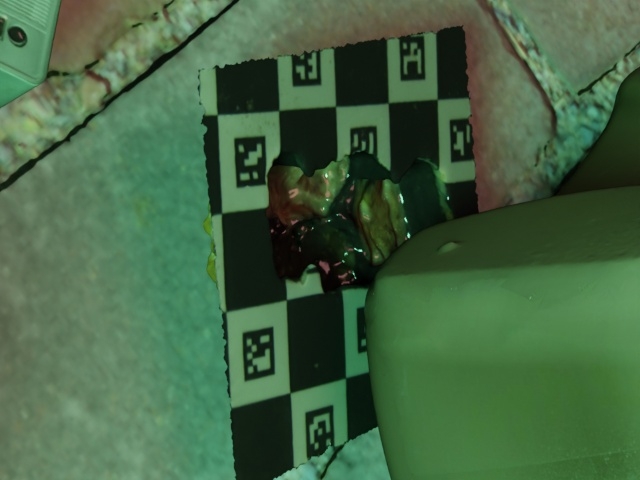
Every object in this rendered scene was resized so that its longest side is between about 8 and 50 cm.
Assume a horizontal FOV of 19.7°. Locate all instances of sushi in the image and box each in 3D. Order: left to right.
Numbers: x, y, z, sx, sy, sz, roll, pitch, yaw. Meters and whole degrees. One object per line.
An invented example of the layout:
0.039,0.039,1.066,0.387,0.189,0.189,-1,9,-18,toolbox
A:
0.000,0.000,0.905,0.215,0.050,0.192,-17,105,-51,sushi

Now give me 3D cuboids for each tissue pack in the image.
0.224,0.063,0.928,0.387,0.267,0.277,-37,110,-42,tissue pack

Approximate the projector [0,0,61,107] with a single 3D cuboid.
-0.194,-0.097,0.733,0.147,0.115,0.061,24,61,-32,projector
